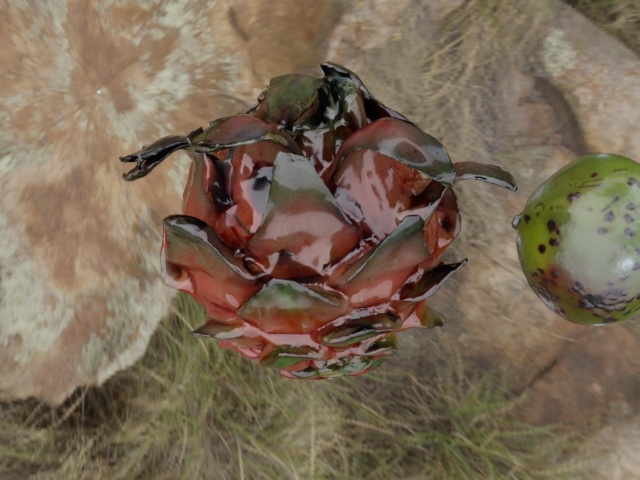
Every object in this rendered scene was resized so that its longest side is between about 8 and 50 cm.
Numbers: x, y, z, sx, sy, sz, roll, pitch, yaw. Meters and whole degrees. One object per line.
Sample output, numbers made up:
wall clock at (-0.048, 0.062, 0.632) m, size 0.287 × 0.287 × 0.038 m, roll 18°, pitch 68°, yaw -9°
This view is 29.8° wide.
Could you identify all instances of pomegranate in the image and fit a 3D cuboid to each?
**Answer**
pomegranate at (0.122, 0.006, 0.498) m, size 0.073 × 0.073 × 0.084 m, roll -44°, pitch 85°, yaw -3°

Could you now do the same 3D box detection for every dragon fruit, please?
dragon fruit at (-0.005, -0.003, 0.481) m, size 0.121 × 0.142 × 0.130 m, roll 38°, pitch 45°, yaw 20°
